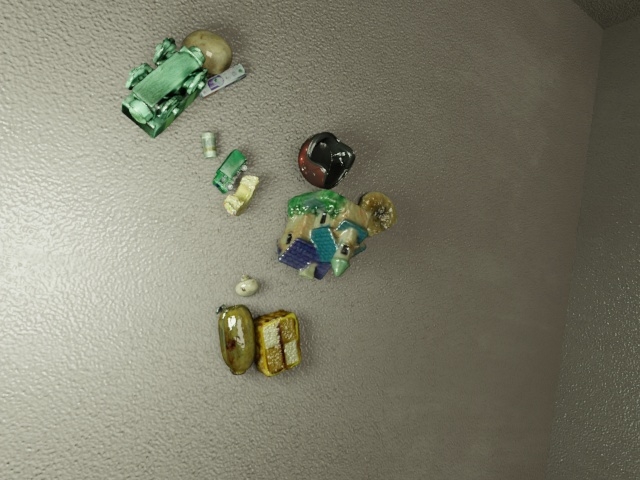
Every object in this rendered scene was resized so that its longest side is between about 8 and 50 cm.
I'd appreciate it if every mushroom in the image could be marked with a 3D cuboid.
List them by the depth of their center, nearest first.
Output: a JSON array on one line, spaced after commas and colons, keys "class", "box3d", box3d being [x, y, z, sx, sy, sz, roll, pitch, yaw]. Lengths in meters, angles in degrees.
[{"class": "mushroom", "box3d": [-0.381, -0.625, 1.413, 0.166, 0.127, 0.166, 22, 43, -22]}, {"class": "mushroom", "box3d": [-0.266, 0.158, 1.512, 0.085, 0.085, 0.079, -10, 60, -30]}]

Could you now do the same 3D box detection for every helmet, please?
[{"class": "helmet", "box3d": [0.013, -0.302, 1.603, 0.189, 0.193, 0.216, -36, 118, -30]}]

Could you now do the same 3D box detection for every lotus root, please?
[{"class": "lotus root", "box3d": [-0.285, 0.338, 1.460, 0.123, 0.124, 0.240, -8, 94, -29]}]

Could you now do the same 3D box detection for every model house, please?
[{"class": "model house", "box3d": [0.000, 0.000, 1.528, 0.245, 0.312, 0.280, 28, 74, -30]}]

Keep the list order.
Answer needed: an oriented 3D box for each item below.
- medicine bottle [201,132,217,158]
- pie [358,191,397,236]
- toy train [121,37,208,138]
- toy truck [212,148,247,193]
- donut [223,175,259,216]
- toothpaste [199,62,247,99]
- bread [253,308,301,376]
[{"class": "medicine bottle", "box3d": [-0.384, -0.327, 1.455, 0.047, 0.047, 0.083, -8, 94, -30]}, {"class": "pie", "box3d": [0.238, -0.121, 1.818, 0.218, 0.052, 0.185, -33, 100, -29]}, {"class": "toy train", "box3d": [-0.475, -0.467, 1.292, 0.167, 0.238, 0.299, 43, 68, -16]}, {"class": "toy truck", "box3d": [-0.318, -0.238, 1.483, 0.079, 0.065, 0.147, 38, 71, -22]}, {"class": "donut", "box3d": [-0.282, -0.152, 1.485, 0.065, 0.108, 0.166, 31, 63, -1]}, {"class": "toothpaste", "box3d": [-0.348, -0.560, 1.483, 0.196, 0.040, 0.047, -39, 104, -25]}, {"class": "bread", "box3d": [-0.158, 0.375, 1.550, 0.182, 0.096, 0.222, -9, 96, -32]}]
